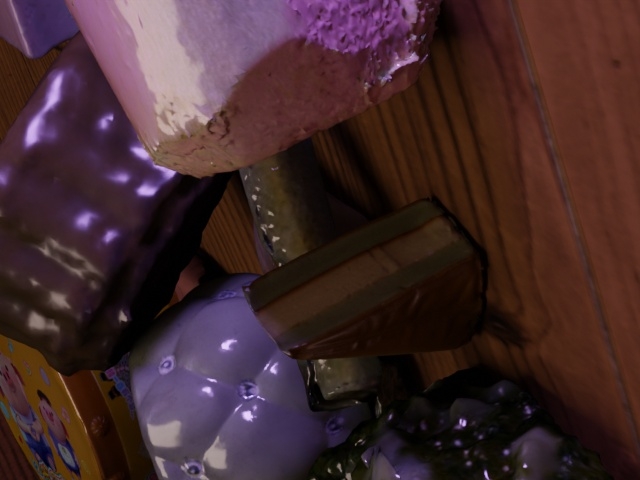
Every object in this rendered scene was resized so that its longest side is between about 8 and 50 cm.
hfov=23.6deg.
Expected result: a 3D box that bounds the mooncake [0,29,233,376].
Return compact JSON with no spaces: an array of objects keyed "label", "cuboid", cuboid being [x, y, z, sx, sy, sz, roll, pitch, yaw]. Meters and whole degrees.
[{"label":"mooncake","cuboid":[-0.197,-0.037,1.401,0.187,0.324,0.324,30,160,-1]}]

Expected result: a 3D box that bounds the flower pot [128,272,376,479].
[{"label":"flower pot","cuboid":[-0.056,0.149,1.394,0.246,0.195,0.246,-20,-90,-89]}]

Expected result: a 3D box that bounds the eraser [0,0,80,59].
[{"label":"eraser","cuboid":[-0.367,-0.405,1.672,0.272,0.122,0.359,32,146,55]}]

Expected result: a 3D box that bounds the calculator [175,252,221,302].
[{"label":"calculator","cuboid":[-0.083,0.147,1.771,0.330,0.048,0.220,40,150,47]}]

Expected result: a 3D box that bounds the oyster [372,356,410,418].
[{"label":"oyster","cuboid":[0.063,0.140,1.342,0.100,0.037,0.098,64,-174,-81]}]

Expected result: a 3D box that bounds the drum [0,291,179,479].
[{"label":"drum","cuboid":[-0.300,0.180,2.086,0.431,0.214,0.431,43,148,36]}]

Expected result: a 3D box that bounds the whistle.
[{"label":"whistle","cuboid":[-0.022,-0.026,1.205,0.057,0.068,0.326,50,-157,-72]}]

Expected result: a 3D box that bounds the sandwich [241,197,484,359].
[{"label":"sandwich","cuboid":[0.033,0.057,1.120,0.079,0.163,0.113,51,160,35]}]

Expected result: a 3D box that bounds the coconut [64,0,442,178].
[{"label":"coconut","cuboid":[-0.052,-0.184,0.949,0.245,0.233,0.233,67,162,-12]}]

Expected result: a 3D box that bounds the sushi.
[{"label":"sushi","cuboid":[0.130,0.260,1.112,0.352,0.178,0.294,38,147,60]}]

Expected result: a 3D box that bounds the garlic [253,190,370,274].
[{"label":"garlic","cuboid":[0.002,0.015,1.287,0.195,0.087,0.101,47,140,43]}]
